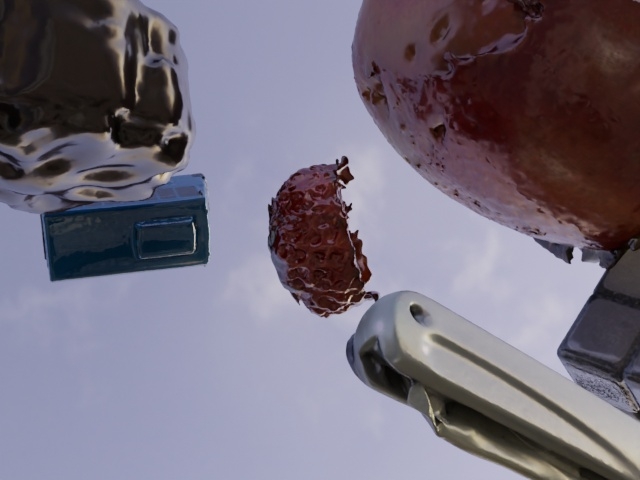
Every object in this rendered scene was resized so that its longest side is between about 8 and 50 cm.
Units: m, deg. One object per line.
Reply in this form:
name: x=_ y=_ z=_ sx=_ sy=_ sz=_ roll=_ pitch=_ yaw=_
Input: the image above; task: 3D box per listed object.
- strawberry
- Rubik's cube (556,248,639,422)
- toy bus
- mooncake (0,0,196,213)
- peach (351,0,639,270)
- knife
strawberry: x=0.000 y=0.000 z=0.980 sx=0.086 sy=0.145 sz=0.145 roll=-16 pitch=-55 yaw=14
Rubik's cube: x=0.523 y=0.127 z=1.185 sx=0.344 sy=0.344 sz=0.337 roll=-54 pitch=-47 yaw=-16
toy bus: x=-0.205 y=-0.014 z=1.162 sx=0.185 sy=0.106 sz=0.090 roll=-7 pitch=-68 yaw=-14
mooncake: x=-0.247 y=-0.107 z=0.938 sx=0.283 sy=0.283 sz=0.141 roll=2 pitch=-108 yaw=-23
peach: x=0.232 y=-0.169 z=1.131 sx=0.353 sy=0.417 sz=0.339 roll=-13 pitch=-45 yaw=-56
knife: x=0.130 y=0.107 z=0.567 sx=0.266 sy=0.073 sz=0.040 roll=29 pitch=-58 yaw=-19
